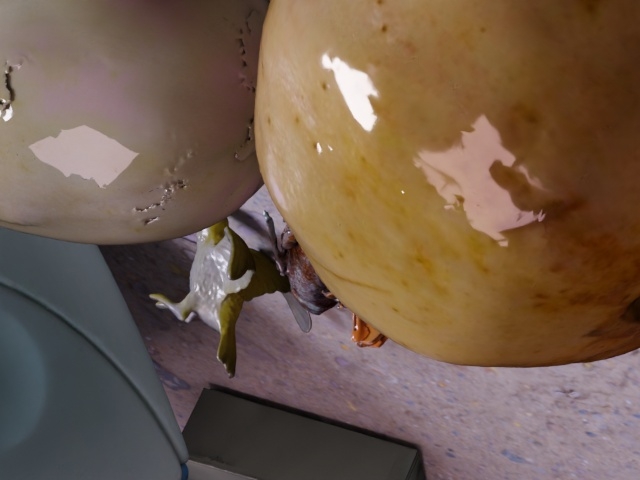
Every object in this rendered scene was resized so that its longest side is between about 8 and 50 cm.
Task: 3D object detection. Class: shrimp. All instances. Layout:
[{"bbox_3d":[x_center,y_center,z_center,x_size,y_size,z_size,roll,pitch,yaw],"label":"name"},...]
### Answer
[{"bbox_3d":[-0.001,0.001,1.499,0.075,0.073,0.190,-21,156,-5],"label":"shrimp"}]

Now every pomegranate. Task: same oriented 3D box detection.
[{"bbox_3d":[0.108,-0.100,1.030,0.338,0.338,0.338,19,150,12],"label":"pomegranate"}]

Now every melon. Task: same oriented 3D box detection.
[{"bbox_3d":[-0.163,-0.110,1.298,0.317,0.223,0.223,10,147,25],"label":"melon"}]

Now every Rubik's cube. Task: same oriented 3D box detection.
[{"bbox_3d":[-0.365,0.156,1.634,0.352,0.347,0.351,-24,88,51],"label":"Rubik's cube"}]

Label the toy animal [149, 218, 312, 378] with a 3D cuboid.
[{"bbox_3d":[-0.095,0.026,1.553,0.155,0.095,0.219,43,180,12],"label":"toy animal"}]

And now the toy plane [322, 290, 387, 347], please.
[{"bbox_3d":[0.098,0.038,1.482,0.188,0.062,0.135,-13,167,10],"label":"toy plane"}]

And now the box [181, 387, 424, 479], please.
[{"bbox_3d":[-0.015,0.233,1.854,0.225,0.086,0.129,15,148,19],"label":"box"}]
